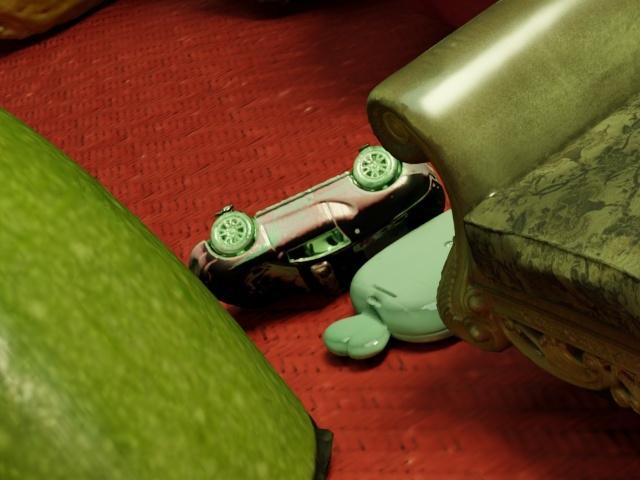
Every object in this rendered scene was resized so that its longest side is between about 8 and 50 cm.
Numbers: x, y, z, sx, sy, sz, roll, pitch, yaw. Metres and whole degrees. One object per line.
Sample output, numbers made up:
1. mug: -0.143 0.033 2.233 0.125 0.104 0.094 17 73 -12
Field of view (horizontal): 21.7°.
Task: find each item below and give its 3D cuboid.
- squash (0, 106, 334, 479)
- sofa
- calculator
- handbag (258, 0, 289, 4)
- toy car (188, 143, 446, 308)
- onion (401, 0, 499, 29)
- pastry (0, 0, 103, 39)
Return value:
1. squash: -0.192 0.034 0.715 0.310 0.309 0.310 -21 24 10
2. sofa: 0.149 -0.053 0.627 0.200 0.182 0.258 -36 28 -16
3. calculator: 0.068 0.014 0.848 0.153 0.021 0.095 -31 25 -18
4. handbag: -0.006 -0.369 1.281 0.240 0.340 0.247 -31 61 -23
5. toy car: 0.000 0.000 0.893 0.142 0.069 0.055 -25 64 2
6. onion: 0.118 -0.283 0.982 0.345 0.358 0.358 -31 24 -32
7. pastry: -0.244 -0.310 1.579 0.256 0.170 0.236 -49 37 20
